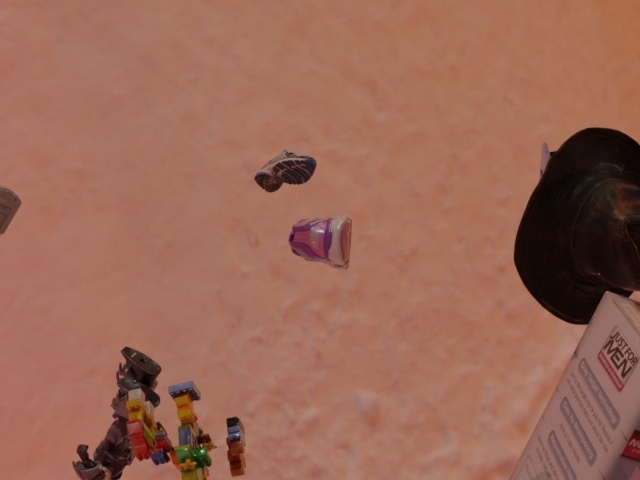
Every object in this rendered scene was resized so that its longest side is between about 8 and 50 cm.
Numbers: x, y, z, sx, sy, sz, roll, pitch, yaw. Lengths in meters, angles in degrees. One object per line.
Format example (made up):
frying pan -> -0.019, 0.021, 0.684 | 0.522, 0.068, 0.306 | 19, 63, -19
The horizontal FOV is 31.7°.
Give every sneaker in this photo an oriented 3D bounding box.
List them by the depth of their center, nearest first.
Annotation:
sneaker -> -0.051, -0.120, 1.762 | 0.052, 0.135, 0.058 | 45, 58, -26
sneaker -> 0.000, 0.000, 1.936 | 0.236, 0.105, 0.095 | 40, 51, -83

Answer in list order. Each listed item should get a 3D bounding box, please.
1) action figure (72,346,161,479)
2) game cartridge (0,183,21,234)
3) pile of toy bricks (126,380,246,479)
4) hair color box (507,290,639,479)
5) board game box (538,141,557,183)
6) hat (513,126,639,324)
action figure -> -0.350, 0.326, 1.953 | 0.099, 0.285, 0.185 | 24, 34, -2
game cartridge -> -0.340, -0.032, 1.158 | 0.056, 0.017, 0.083 | -56, 167, -1
pile of toy bricks -> -0.158, 0.268, 1.387 | 0.212, 0.118, 0.105 | 68, 10, -50
hair color box -> 0.294, 0.265, 1.191 | 0.114, 0.374, 0.185 | 18, 20, -12
board game box -> 0.367, -0.069, 1.762 | 0.133, 0.033, 0.168 | -89, 175, -45
hat -> 0.454, -0.003, 1.698 | 0.331, 0.134, 0.331 | -12, 112, -31
